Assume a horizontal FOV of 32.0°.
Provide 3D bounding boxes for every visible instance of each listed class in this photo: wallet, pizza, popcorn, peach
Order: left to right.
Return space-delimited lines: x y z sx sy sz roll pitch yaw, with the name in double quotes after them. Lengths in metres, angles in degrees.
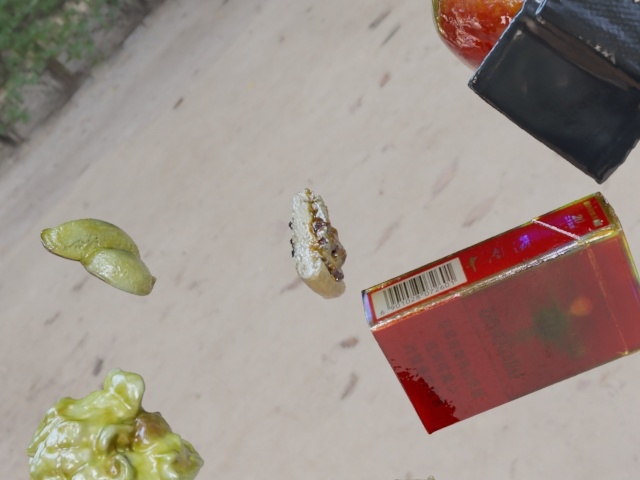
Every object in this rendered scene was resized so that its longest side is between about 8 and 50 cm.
-0.254 0.290 1.417 0.217 0.235 0.181 -57 -12 -17 "popcorn"
0.001 -0.001 1.827 0.069 0.154 0.194 -16 70 17 "pizza"
0.382 -0.430 1.960 0.370 0.370 0.370 -42 20 20 "peach"
0.383 -0.265 1.525 0.323 0.247 0.041 -57 -9 31 "wallet"

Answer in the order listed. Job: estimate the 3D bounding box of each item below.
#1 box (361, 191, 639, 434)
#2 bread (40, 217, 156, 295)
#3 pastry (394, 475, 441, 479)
0.232 0.092 1.357 0.313 0.197 0.089 -23 34 9 "box"
-0.322 0.018 1.660 0.065 0.187 0.149 -57 38 11 "bread"
0.163 0.450 1.391 0.255 0.161 0.311 96 171 -77 "pastry"
